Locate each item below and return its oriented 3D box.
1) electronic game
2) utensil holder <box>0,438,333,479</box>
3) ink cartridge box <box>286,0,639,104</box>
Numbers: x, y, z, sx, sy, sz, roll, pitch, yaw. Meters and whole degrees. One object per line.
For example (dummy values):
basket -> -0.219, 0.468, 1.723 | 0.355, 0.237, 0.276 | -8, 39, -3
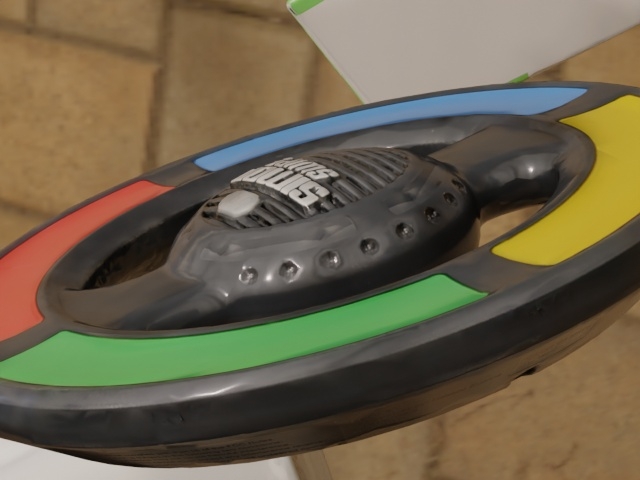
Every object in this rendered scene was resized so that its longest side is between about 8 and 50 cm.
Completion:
electronic game -> 0.000, 0.000, 0.517 | 0.229, 0.229, 0.048 | -2, 112, 36
utensil holder -> -0.191, 0.213, 1.334 | 0.386, 0.327, 0.327 | -21, 82, 2
ink cartridge box -> 0.129, -0.207, 1.080 | 0.198, 0.273, 0.115 | -26, 112, 41
